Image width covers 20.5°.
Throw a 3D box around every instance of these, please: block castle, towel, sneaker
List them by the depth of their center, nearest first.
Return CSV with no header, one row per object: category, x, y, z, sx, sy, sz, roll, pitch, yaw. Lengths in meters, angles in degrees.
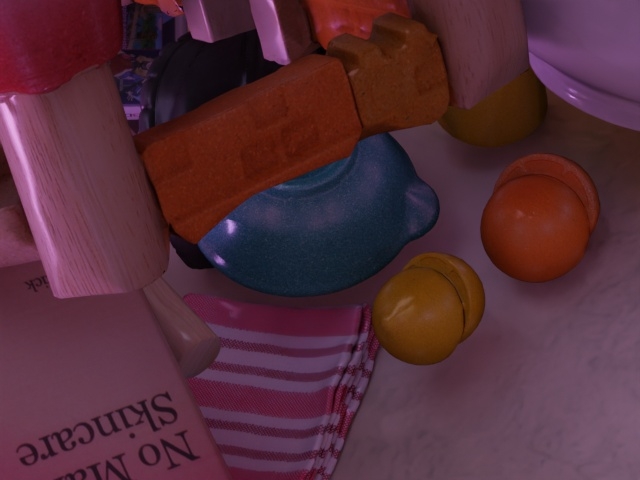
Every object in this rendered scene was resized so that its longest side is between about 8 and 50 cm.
block castle,-0.137,-0.161,0.912,0.303,0.213,0.453,-28,28,-25
towel,-0.058,0.116,1.000,0.144,0.029,0.197,2,55,34
sneaker,-0.026,-0.108,1.125,0.130,0.109,0.286,3,58,24

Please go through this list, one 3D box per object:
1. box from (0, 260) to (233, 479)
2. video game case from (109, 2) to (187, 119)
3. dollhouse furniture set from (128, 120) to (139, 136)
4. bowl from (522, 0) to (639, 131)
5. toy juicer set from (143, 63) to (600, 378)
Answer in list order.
box,-0.136,0.122,0.870,0.148,0.127,0.232,-20,71,-25
video game case,-0.181,-0.172,1.191,0.183,0.023,0.201,-1,65,-3
dollhouse furniture set,-0.202,-0.084,1.257,0.303,0.174,0.355,-33,71,-16
bowl,0.194,-0.146,0.955,0.297,0.134,0.298,7,32,-5
toy juicer set,0.000,0.000,0.996,0.329,0.089,0.209,-17,55,-8
